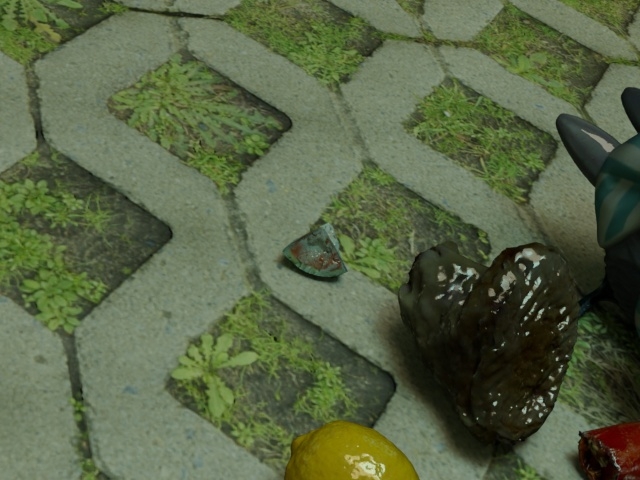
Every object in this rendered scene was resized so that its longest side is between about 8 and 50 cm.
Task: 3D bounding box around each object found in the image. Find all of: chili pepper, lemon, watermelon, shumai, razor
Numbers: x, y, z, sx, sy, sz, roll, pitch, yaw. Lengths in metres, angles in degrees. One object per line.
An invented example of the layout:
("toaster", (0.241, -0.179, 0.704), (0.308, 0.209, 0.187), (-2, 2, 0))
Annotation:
("chili pepper", (0.345, 0.234, 1.233), (0.123, 0.073, 0.070), (-5, 87, -26))
("lemon", (0.034, 0.236, 1.057), (0.155, 0.114, 0.114), (40, 42, 12))
("watermelon", (0.000, 0.000, 1.359), (0.085, 0.061, 0.085), (9, 49, -11))
("shumai", (0.182, 0.110, 1.278), (0.184, 0.218, 0.185), (4, -2, -36))
("razor", (0.317, 0.098, 1.416), (0.190, 0.033, 0.066), (-28, 98, -40))

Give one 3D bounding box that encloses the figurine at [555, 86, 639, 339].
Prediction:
("figurine", (0.403, -0.008, 1.372), (0.378, 0.266, 0.361), (42, 26, 22))
